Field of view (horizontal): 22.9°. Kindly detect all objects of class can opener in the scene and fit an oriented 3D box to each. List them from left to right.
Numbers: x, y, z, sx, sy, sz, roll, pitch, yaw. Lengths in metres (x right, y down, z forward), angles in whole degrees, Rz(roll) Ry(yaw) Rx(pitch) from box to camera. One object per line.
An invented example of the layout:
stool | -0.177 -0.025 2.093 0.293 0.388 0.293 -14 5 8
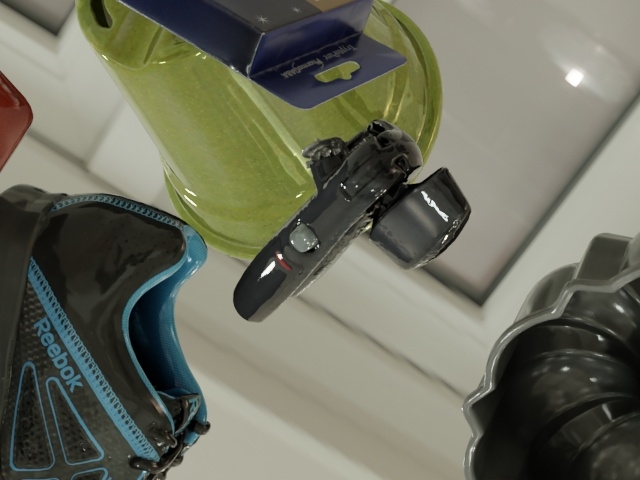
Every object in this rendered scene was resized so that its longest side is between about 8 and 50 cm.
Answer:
can opener | 0.000 0.000 0.761 0.059 0.186 0.073 -24 -98 -35

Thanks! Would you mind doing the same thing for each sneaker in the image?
sneaker | -0.145 0.139 0.960 0.139 0.341 0.125 4 -172 15

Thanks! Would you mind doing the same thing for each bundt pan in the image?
bundt pan | 0.268 0.119 1.097 0.330 0.331 0.124 33 -146 -7

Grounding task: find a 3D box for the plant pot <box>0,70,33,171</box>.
plant pot | -0.314 -0.040 0.853 0.267 0.235 0.267 47 -163 -16

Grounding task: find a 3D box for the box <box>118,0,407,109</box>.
box | -0.062 -0.158 0.950 0.225 0.036 0.136 33 -148 18

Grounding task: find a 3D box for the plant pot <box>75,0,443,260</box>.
plant pot | -0.067 -0.159 1.323 0.276 0.276 0.254 50 -178 36
